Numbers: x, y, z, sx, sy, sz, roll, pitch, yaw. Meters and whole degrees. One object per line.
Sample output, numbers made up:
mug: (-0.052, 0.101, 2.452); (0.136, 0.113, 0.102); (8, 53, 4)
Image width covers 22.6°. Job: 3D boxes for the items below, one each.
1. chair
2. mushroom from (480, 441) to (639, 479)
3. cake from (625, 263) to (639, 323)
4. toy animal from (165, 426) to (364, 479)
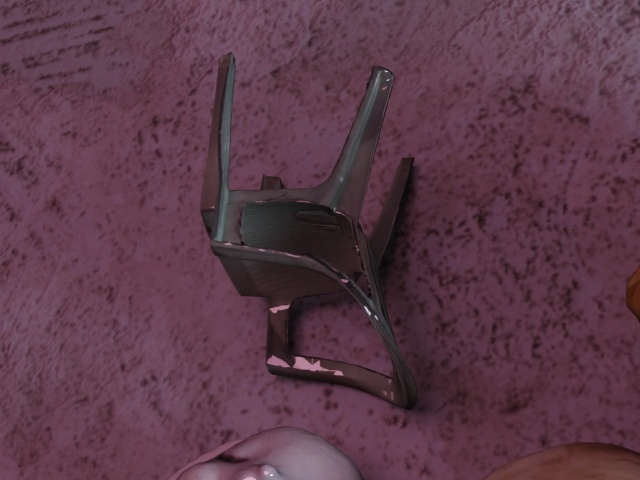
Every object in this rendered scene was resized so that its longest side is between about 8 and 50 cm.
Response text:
chair: (0.000, 0.000, 1.361); (0.190, 0.203, 0.274); (-1, 57, 14)
mushroom: (0.177, 0.245, 1.124); (0.255, 0.255, 0.184); (-21, 90, 16)
cake: (0.408, 0.091, 1.075); (0.332, 0.332, 0.321); (-28, 91, 11)
toy animal: (-0.072, 0.266, 1.255); (0.272, 0.206, 0.265); (28, 68, 21)
